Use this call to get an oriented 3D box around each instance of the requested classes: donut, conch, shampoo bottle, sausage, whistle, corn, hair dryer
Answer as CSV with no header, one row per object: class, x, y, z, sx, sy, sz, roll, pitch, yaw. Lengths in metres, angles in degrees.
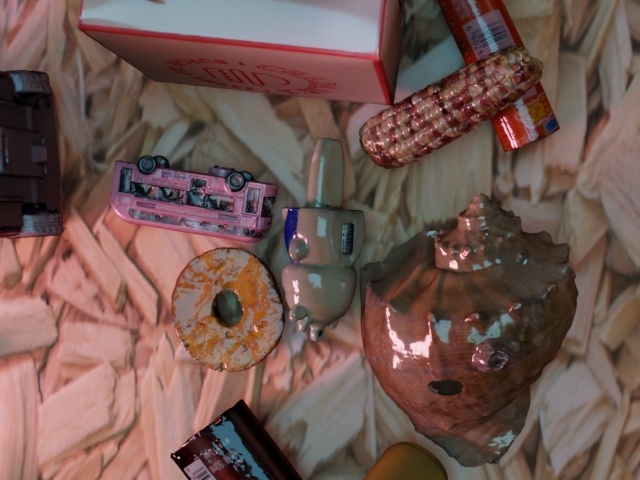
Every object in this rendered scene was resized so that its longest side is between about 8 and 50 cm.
donut,-0.110,0.084,1.371,0.151,0.058,0.152,0,90,7
conch,0.158,0.107,1.290,0.263,0.186,0.324,4,91,25
shampoo bottle,-0.043,0.354,1.353,0.129,0.084,0.323,-40,86,25
sausage,0.196,-0.239,1.322,0.074,0.074,0.274,-25,88,7
whistle,0.000,0.000,1.338,0.092,0.110,0.244,4,94,41
corn,0.150,-0.154,1.290,0.237,0.079,0.079,-28,88,31
hair dryer,0.143,0.381,1.331,0.279,0.090,0.135,51,55,-11

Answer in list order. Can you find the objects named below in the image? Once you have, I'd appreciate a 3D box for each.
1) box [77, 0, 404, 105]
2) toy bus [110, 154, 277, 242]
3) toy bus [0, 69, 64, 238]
box,-0.057,-0.327,1.231,0.312,0.314,0.300,6,89,7
toy bus,-0.156,-0.053,1.373,0.203,0.063,0.090,9,95,9
toy bus,-0.443,-0.095,1.225,0.233,0.427,0.203,-4,90,10
